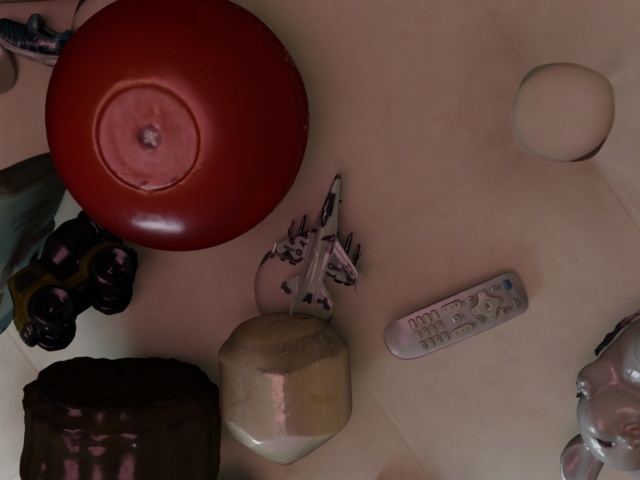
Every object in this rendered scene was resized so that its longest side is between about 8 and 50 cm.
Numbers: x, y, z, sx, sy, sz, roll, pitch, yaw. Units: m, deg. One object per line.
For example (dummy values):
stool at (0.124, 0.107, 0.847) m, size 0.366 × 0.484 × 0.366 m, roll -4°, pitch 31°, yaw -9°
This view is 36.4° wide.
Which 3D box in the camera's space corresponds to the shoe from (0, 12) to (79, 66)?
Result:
shoe at (-0.451, -0.324, 1.543) m, size 0.143 × 0.064 × 0.071 m, roll 20°, pitch 110°, yaw 6°

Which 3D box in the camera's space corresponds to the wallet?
wallet at (-0.512, 0.024, 1.554) m, size 0.083 × 0.252 × 0.360 m, roll 29°, pitch 113°, yaw 2°

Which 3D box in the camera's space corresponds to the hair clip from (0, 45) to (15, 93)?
hair clip at (-0.623, -0.344, 1.567) m, size 0.282 × 0.113 × 0.172 m, roll 43°, pitch 111°, yaw 6°

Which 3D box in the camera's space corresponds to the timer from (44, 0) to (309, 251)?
timer at (-0.207, -0.171, 1.408) m, size 0.378 × 0.279 × 0.378 m, roll 3°, pitch 105°, yaw 11°

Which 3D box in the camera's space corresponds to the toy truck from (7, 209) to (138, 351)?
toy truck at (-0.406, 0.061, 1.562) m, size 0.165 × 0.224 × 0.147 m, roll 50°, pitch 156°, yaw 9°

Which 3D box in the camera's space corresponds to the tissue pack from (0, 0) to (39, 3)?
tissue pack at (-0.454, -0.461, 1.492) m, size 0.222 × 0.090 × 0.186 m, roll 0°, pitch 107°, yaw 16°

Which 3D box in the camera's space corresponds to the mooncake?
mooncake at (-0.312, 0.298, 1.546) m, size 0.324 × 0.324 × 0.187 m, roll 5°, pitch 100°, yaw 14°

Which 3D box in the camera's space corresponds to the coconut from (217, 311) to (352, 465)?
coconut at (-0.056, 0.235, 1.516) m, size 0.224 × 0.224 × 0.234 m, roll -3°, pitch 110°, yaw 16°

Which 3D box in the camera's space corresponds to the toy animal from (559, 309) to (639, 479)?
toy animal at (0.467, 0.239, 1.411) m, size 0.208 × 0.154 × 0.325 m, roll 0°, pitch 127°, yaw -6°

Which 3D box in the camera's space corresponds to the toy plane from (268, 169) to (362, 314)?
toy plane at (0.004, 0.005, 1.513) m, size 0.160 × 0.082 × 0.234 m, roll 21°, pitch 95°, yaw 19°

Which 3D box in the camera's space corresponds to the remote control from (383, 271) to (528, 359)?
remote control at (0.205, 0.117, 1.502) m, size 0.229 × 0.044 × 0.073 m, roll -25°, pitch 101°, yaw 11°
